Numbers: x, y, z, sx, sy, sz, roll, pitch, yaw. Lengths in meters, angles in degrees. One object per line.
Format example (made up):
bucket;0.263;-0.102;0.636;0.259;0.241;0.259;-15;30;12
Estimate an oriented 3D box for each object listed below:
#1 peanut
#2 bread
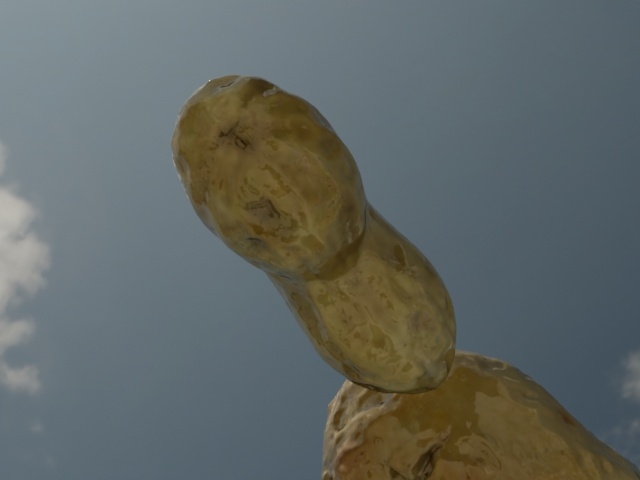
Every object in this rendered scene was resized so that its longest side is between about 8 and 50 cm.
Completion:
peanut;0.000;0.000;0.687;0.098;0.103;0.229;-29;-67;29
bread;0.104;0.189;0.793;0.244;0.134;0.244;17;-52;23
